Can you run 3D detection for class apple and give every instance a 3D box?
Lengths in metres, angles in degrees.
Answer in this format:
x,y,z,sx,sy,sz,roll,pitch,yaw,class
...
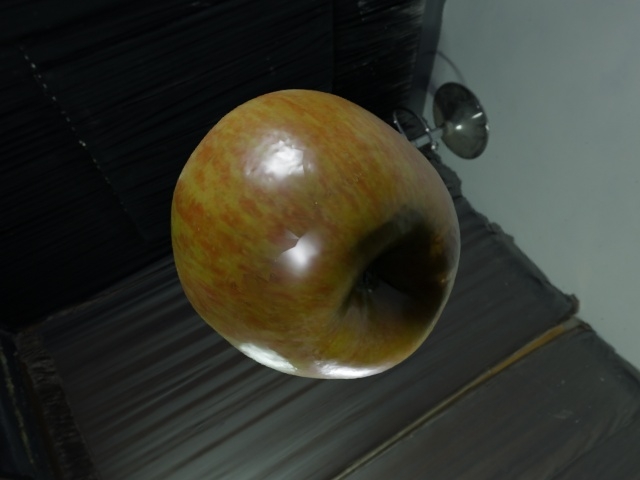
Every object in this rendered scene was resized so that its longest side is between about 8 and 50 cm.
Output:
x,y,z,sx,sy,sz,roll,pitch,yaw,class
0.000,0.000,0.437,0.264,0.264,0.264,55,163,26,apple
